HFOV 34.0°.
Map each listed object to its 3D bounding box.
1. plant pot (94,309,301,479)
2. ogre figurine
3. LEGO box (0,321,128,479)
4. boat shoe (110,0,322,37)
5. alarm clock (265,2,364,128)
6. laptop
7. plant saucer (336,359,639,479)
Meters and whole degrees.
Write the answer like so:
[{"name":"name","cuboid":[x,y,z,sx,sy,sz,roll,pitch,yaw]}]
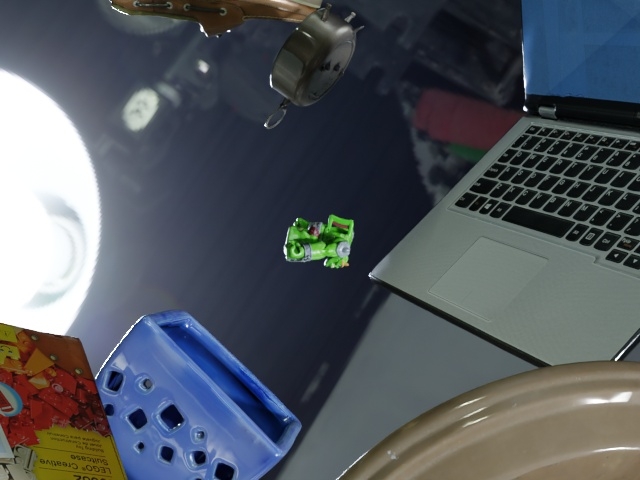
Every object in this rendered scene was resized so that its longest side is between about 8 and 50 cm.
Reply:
[{"name":"plant pot","cuboid":[-0.183,0.241,1.307,0.236,0.212,0.236,43,2,5]},{"name":"ogre figurine","cuboid":[0.000,0.000,1.925,0.118,0.097,0.197,4,-5,5]},{"name":"LEGO box","cuboid":[-0.385,0.210,0.723,0.500,0.193,0.372,18,28,-40]},{"name":"boat shoe","cuboid":[-0.153,-0.353,1.524,0.307,0.105,0.111,11,21,-17]},{"name":"alarm clock","cuboid":[-0.016,-0.227,1.412,0.064,0.192,0.129,41,18,12]},{"name":"laptop","cuboid":[0.203,-0.138,0.931,0.236,0.408,0.382,49,-10,-23]},{"name":"plant saucer","cuboid":[0.113,0.182,0.528,0.278,0.278,0.041,39,15,-29]}]
